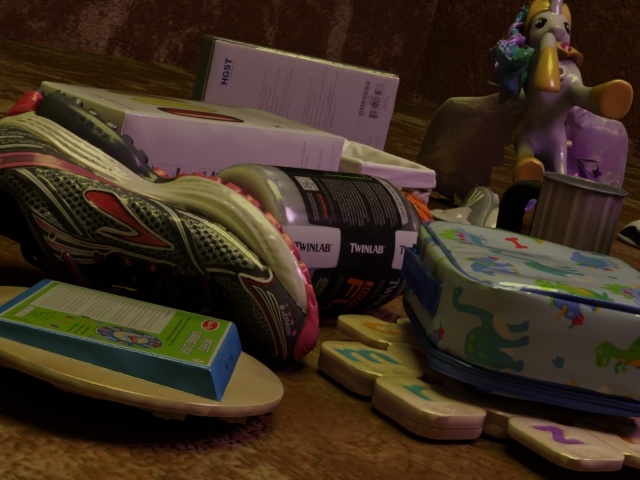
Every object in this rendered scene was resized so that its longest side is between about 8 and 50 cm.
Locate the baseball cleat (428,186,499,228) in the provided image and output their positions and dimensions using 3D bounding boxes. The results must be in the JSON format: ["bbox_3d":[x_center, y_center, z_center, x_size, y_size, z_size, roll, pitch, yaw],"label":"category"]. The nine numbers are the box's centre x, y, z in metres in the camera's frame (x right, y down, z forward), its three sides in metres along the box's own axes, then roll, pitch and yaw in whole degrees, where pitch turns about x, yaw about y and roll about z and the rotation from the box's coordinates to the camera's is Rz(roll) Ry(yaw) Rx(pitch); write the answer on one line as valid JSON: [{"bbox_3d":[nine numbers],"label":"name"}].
[{"bbox_3d":[0.164,-0.026,1.534,0.109,0.072,0.206,5,7,-5],"label":"baseball cleat"}]

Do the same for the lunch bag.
[{"bbox_3d":[0.149,0.051,0.930,0.176,0.090,0.219,12,10,-8],"label":"lunch bag"}]

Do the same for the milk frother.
[{"bbox_3d":[0.205,0.005,1.234,0.129,0.135,0.143,17,11,25],"label":"milk frother"}]

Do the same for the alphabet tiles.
[{"bbox_3d":[0.145,0.108,0.929,0.284,0.021,0.278,5,13,-34],"label":"alphabet tiles"}]

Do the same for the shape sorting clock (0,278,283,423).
[{"bbox_3d":[-0.121,0.066,0.780,0.206,0.040,0.206,13,7,-1],"label":"shape sorting clock"}]

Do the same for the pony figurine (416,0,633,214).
[{"bbox_3d":[0.305,-0.149,1.773,0.302,0.351,0.363,8,29,-3],"label":"pony figurine"}]

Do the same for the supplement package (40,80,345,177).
[{"bbox_3d":[-0.121,-0.052,1.152,0.244,0.134,0.139,2,14,-45],"label":"supplement package"}]

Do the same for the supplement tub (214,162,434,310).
[{"bbox_3d":[0.000,0.000,1.069,0.190,0.117,0.117,2,14,-42],"label":"supplement tub"}]

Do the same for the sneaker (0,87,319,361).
[{"bbox_3d":[-0.132,0.009,0.936,0.299,0.121,0.112,28,53,19],"label":"sneaker"}]

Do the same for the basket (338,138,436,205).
[{"bbox_3d":[0.025,-0.049,1.396,0.113,0.103,0.167,4,13,-38],"label":"basket"}]

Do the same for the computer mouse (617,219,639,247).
[{"bbox_3d":[0.492,0.001,1.852,0.106,0.042,0.193,6,12,-25],"label":"computer mouse"}]

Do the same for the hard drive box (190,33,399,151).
[{"bbox_3d":[-0.041,-0.139,1.586,0.232,0.181,0.089,10,10,-15],"label":"hard drive box"}]
